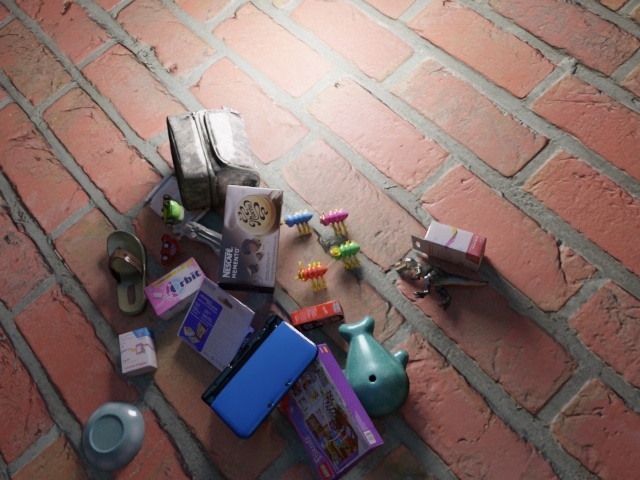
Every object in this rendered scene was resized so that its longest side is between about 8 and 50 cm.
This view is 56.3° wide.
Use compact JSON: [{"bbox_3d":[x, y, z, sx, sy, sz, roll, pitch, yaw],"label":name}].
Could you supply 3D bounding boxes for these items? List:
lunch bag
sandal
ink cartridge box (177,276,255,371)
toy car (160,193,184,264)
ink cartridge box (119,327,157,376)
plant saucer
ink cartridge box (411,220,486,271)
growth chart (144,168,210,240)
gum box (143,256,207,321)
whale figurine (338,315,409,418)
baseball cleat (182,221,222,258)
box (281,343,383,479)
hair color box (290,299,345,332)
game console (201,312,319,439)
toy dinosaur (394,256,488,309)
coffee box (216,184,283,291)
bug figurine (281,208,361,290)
[{"bbox_3d":[-0.345,-0.274,1.933,0.256,0.212,0.305,-11,61,-16],"label":"lunch bag"},{"bbox_3d":[-0.608,0.089,1.878,0.120,0.086,0.302,-22,63,1],"label":"sandal"},{"bbox_3d":[-0.292,0.241,1.717,0.206,0.045,0.208,33,105,24],"label":"ink cartridge box"},{"bbox_3d":[-0.455,-0.059,1.843,0.053,0.225,0.238,3,71,-20],"label":"toy car"},{"bbox_3d":[-0.541,0.331,1.770,0.089,0.052,0.122,-17,64,3],"label":"ink cartridge box"},{"bbox_3d":[-0.596,0.547,1.690,0.195,0.037,0.194,-5,65,10],"label":"plant saucer"},{"bbox_3d":[0.363,0.010,1.695,0.198,0.115,0.067,19,72,19],"label":"ink cartridge box"},{"bbox_3d":[-0.475,-0.127,1.988,0.172,0.021,0.237,-43,64,-10],"label":"growth chart"},{"bbox_3d":[-0.436,0.152,1.825,0.188,0.062,0.107,-34,63,-5],"label":"gum box"},{"bbox_3d":[0.128,0.329,1.578,0.216,0.141,0.271,-18,66,4],"label":"whale figurine"},{"bbox_3d":[-0.332,-0.002,1.872,0.206,0.109,0.072,35,93,-6],"label":"baseball cleat"},{"bbox_3d":[0.013,0.444,1.538,0.201,0.057,0.293,-50,58,31],"label":"box"},{"bbox_3d":[-0.006,0.217,1.701,0.141,0.072,0.043,-17,63,4],"label":"hair color box"},{"bbox_3d":[-0.153,0.359,1.586,0.173,0.250,0.293,40,78,10],"label":"game console"},{"bbox_3d":[0.328,0.123,1.683,0.268,0.064,0.118,16,63,15],"label":"toy dinosaur"},{"bbox_3d":[-0.206,0.000,1.770,0.168,0.119,0.297,6,77,-3],"label":"coffee box"},{"bbox_3d":[0.000,0.000,1.801,0.216,0.072,0.279,-18,63,3],"label":"bug figurine"}]
